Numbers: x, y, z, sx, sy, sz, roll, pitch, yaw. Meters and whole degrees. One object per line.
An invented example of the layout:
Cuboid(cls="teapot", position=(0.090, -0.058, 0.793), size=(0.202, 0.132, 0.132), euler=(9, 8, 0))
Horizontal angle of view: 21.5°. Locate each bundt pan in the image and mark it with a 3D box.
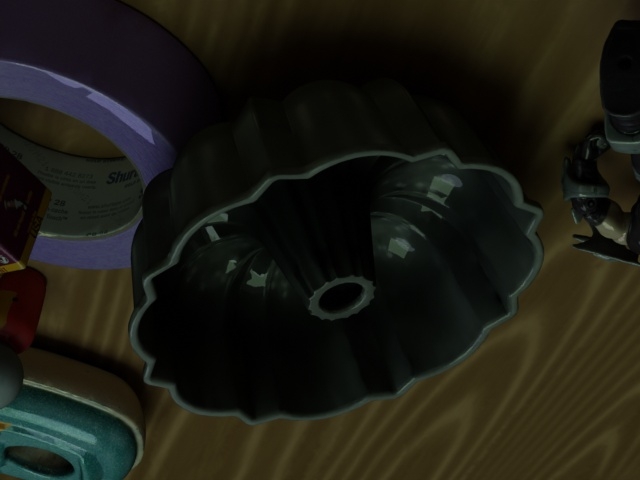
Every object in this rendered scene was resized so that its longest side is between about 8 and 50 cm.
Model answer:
Cuboid(cls="bundt pan", position=(0.000, 0.000, 1.313), size=(0.330, 0.124, 0.331), euler=(-13, 142, -10))

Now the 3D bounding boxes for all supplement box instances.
Cuboid(cls="supplement box", position=(-0.312, -0.052, 1.308), size=(0.104, 0.081, 0.188), euler=(-12, 139, 32))

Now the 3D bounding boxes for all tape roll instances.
Cuboid(cls="tape roll", position=(-0.221, -0.089, 1.375), size=(0.274, 0.090, 0.275), euler=(10, 147, 7))

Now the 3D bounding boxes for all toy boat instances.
Cuboid(cls="toy boat", position=(-0.316, 0.164, 1.729), size=(0.267, 0.148, 0.318), euler=(12, 147, 4))

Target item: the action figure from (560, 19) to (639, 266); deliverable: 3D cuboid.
Cuboid(cls="action figure", position=(0.268, -0.054, 1.243), size=(0.185, 0.099, 0.285), euler=(-2, 148, 11))
